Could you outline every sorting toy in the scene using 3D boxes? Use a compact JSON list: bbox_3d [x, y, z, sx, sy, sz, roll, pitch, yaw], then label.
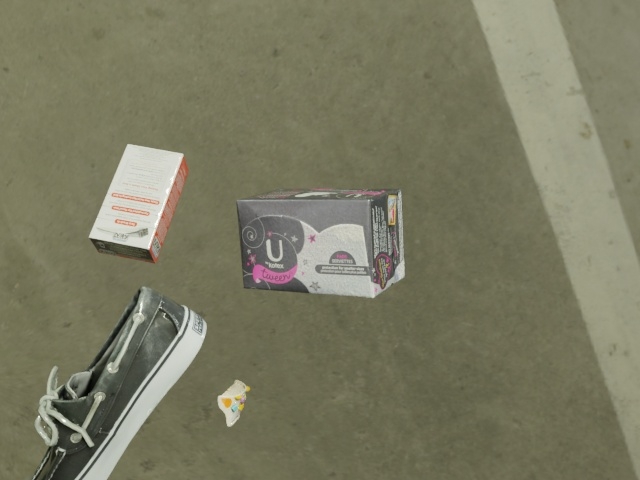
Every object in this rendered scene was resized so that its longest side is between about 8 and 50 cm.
[{"bbox_3d":[-0.178,0.343,1.370,0.045,0.083,0.075,10,105,16],"label":"sorting toy"}]

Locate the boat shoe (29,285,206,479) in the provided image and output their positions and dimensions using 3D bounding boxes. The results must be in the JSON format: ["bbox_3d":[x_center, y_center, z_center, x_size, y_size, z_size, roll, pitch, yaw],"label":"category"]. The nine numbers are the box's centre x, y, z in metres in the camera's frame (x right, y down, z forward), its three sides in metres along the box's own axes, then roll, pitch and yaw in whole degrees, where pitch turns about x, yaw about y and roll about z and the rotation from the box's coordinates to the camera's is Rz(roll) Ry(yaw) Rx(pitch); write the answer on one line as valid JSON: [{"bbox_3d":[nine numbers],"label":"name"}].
[{"bbox_3d":[-0.258,0.188,0.739,0.105,0.113,0.306,37,96,-26],"label":"boat shoe"}]

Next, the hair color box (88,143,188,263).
[{"bbox_3d":[-0.269,-0.057,0.992,0.093,0.053,0.167,11,62,6],"label":"hair color box"}]

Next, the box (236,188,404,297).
[{"bbox_3d":[0.000,0.000,1.109,0.142,0.247,0.163,-22,111,-59],"label":"box"}]
